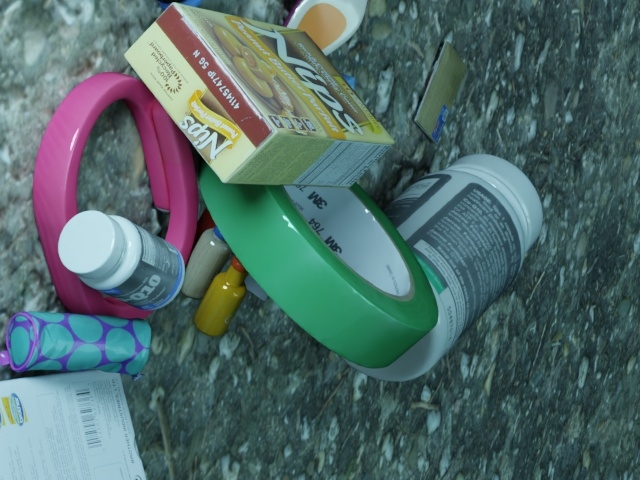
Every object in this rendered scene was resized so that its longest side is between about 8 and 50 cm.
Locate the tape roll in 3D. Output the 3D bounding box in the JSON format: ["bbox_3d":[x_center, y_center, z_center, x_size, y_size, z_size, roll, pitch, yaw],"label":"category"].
[{"bbox_3d":[0.000,0.000,1.976,0.077,0.321,0.321,-41,159,17],"label":"tape roll"}]

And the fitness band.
[{"bbox_3d":[-0.215,-0.041,1.827,0.209,0.054,0.291,-48,143,-37],"label":"fitness band"}]

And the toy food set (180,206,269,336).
[{"bbox_3d":[-0.089,0.004,1.988,0.104,0.111,0.232,-59,170,33],"label":"toy food set"}]

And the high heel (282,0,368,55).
[{"bbox_3d":[0.012,-0.314,2.115,0.082,0.117,0.244,34,89,-28],"label":"high heel"}]

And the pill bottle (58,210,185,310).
[{"bbox_3d":[-0.202,0.019,1.748,0.137,0.078,0.078,32,76,-60],"label":"pill bottle"}]

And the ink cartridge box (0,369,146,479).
[{"bbox_3d":[-0.288,0.232,1.741,0.311,0.065,0.186,0,73,-65],"label":"ink cartridge box"}]

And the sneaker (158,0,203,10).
[{"bbox_3d":[-0.115,-0.351,1.801,0.232,0.081,0.090,-65,160,-14],"label":"sneaker"}]

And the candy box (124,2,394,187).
[{"bbox_3d":[-0.059,-0.152,1.884,0.087,0.183,0.316,-43,164,20],"label":"candy box"}]

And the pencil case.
[{"bbox_3d":[-0.249,0.108,1.777,0.152,0.070,0.064,7,58,-41],"label":"pencil case"}]

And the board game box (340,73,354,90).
[{"bbox_3d":[-0.015,-0.090,2.193,0.160,0.039,0.211,-36,136,-52],"label":"board game box"}]

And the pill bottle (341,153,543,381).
[{"bbox_3d":[0.161,0.026,2.413,0.361,0.204,0.204,-40,138,-47],"label":"pill bottle"}]

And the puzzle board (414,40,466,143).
[{"bbox_3d":[0.174,-0.215,2.516,0.128,0.011,0.096,-68,154,-9],"label":"puzzle board"}]
